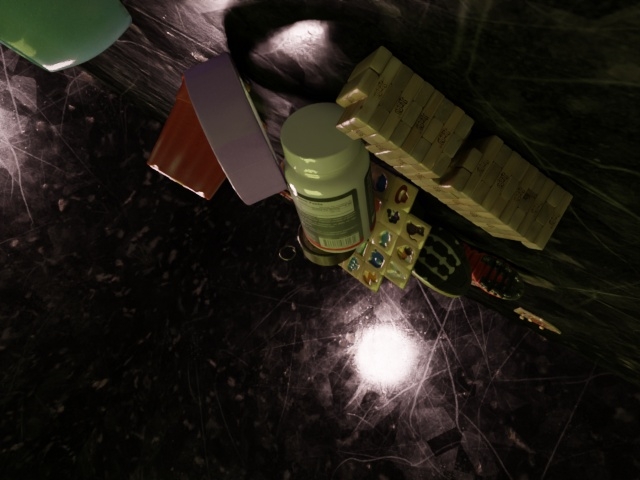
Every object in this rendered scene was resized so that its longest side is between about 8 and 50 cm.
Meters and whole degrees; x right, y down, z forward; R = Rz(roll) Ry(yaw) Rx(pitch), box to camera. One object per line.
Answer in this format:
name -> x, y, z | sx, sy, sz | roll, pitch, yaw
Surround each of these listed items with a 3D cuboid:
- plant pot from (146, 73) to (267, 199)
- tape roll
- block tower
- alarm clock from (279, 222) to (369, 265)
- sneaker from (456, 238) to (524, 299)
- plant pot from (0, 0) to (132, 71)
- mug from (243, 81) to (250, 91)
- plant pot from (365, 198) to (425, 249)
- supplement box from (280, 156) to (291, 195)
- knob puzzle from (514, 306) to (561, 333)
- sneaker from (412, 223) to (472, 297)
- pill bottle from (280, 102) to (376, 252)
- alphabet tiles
plant pot -> -0.335, -0.276, 1.334 | 0.272, 0.265, 0.272 | 30, 178, 1
tape roll -> -0.156, -0.210, 0.905 | 0.275, 0.090, 0.275 | -23, -90, -89
block tower -> 0.175, -0.110, 0.633 | 0.335, 0.091, 0.097 | 31, 178, -16
alarm clock -> 0.000, 0.000, 1.043 | 0.064, 0.192, 0.129 | 79, 169, -56
sneaker -> 0.450, 0.085, 1.333 | 0.276, 0.097, 0.135 | 31, 178, 34
plant pot -> -0.580, -0.476, 0.982 | 0.290, 0.195, 0.290 | 30, 177, 2
mug -> -0.199, -0.330, 1.026 | 0.078, 0.062, 0.064 | 39, -172, 14
plant pot -> 0.159, -0.051, 1.197 | 0.187, 0.167, 0.188 | 29, 177, 35
supplement box -> -0.050, -0.181, 1.505 | 0.194, 0.129, 0.191 | 31, 178, -10
knob puzzle -> 0.918, 0.348, 1.992 | 0.213, 0.030, 0.213 | 30, 178, 1
sneaker -> 0.260, 0.033, 1.349 | 0.410, 0.158, 0.182 | 41, 165, 34
pill bottle -> 0.019, -0.113, 0.906 | 0.161, 0.161, 0.283 | 29, 157, 26
alphabet tiles -> 0.086, -0.049, 1.078 | 0.342, 0.285, 0.011 | 37, -141, 29
